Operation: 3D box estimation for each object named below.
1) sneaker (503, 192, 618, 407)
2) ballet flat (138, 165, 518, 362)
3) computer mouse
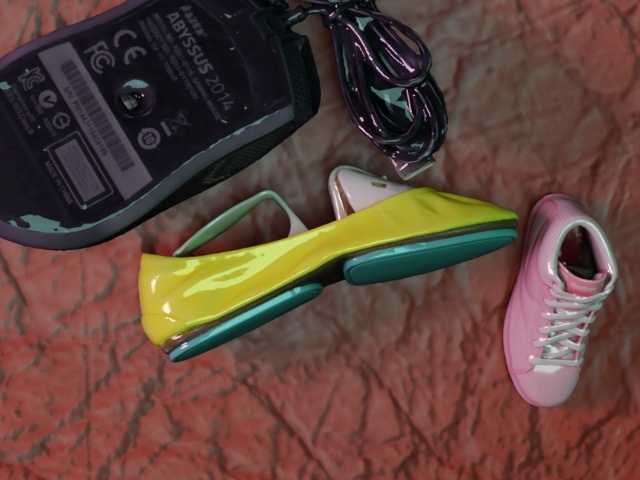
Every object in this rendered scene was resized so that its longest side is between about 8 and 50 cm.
[{"bbox_3d":[0.145,0.042,0.945,0.051,0.070,0.134,3,99,-10],"label":"sneaker"},{"bbox_3d":[0.000,0.000,0.923,0.231,0.077,0.077,-19,77,-2],"label":"ballet flat"},{"bbox_3d":[-0.079,-0.077,0.896,0.272,0.072,0.188,-25,83,-10],"label":"computer mouse"}]
